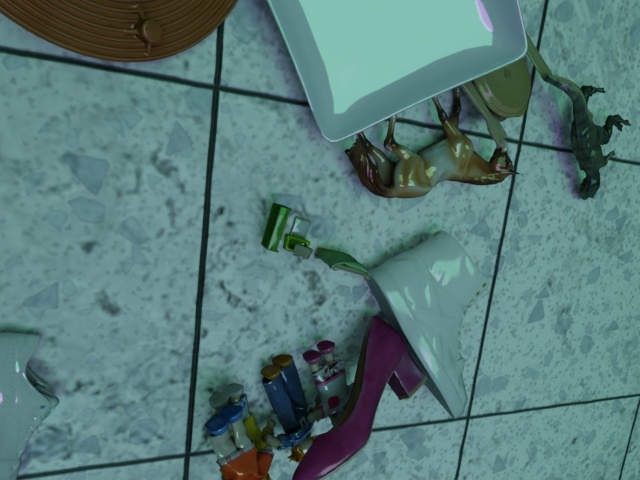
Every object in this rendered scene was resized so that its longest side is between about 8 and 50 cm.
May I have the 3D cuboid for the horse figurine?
[{"bbox_3d":[0.149,-0.129,0.632,0.263,0.066,0.175,-25,103,-18],"label":"horse figurine"}]

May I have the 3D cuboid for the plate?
[{"bbox_3d":[0.078,-0.295,0.514,0.277,0.045,0.278,-24,114,3],"label":"plate"}]

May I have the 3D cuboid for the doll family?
[{"bbox_3d":[-0.059,0.258,0.617,0.262,0.118,0.163,-25,104,-38],"label":"doll family"}]

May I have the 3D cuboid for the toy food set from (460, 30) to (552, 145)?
[{"bbox_3d":[0.263,-0.235,0.655,0.132,0.038,0.192,50,63,-14],"label":"toy food set"}]

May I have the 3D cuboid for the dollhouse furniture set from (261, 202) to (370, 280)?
[{"bbox_3d":[0.000,0.000,0.592,0.151,0.076,0.059,17,95,-24],"label":"dollhouse furniture set"}]

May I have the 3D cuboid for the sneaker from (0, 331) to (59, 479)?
[{"bbox_3d":[-0.349,0.208,0.500,0.094,0.080,0.213,-5,102,-33],"label":"sneaker"}]

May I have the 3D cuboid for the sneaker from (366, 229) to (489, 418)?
[{"bbox_3d":[0.205,0.129,0.687,0.169,0.108,0.293,-32,110,-10],"label":"sneaker"}]

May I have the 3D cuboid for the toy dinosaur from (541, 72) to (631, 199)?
[{"bbox_3d":[0.446,-0.190,0.733,0.118,0.064,0.268,-47,120,-18],"label":"toy dinosaur"}]

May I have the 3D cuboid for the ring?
[{"bbox_3d":[-0.184,-0.338,0.393,0.336,0.032,0.337,-24,127,-36],"label":"ring"}]

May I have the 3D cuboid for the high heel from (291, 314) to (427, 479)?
[{"bbox_3d":[0.035,0.207,0.591,0.244,0.082,0.117,-33,78,-26],"label":"high heel"}]
